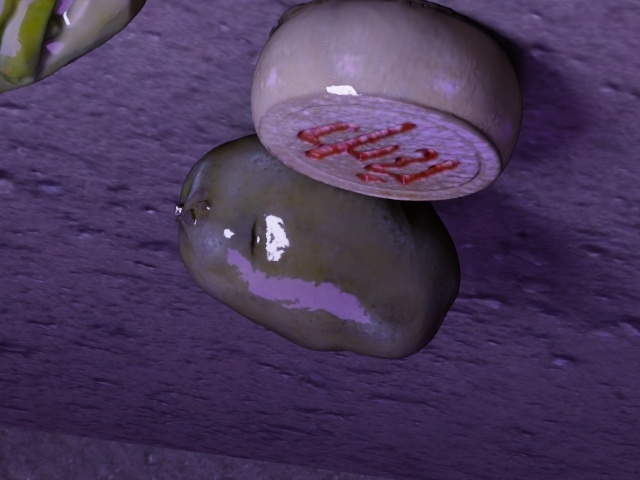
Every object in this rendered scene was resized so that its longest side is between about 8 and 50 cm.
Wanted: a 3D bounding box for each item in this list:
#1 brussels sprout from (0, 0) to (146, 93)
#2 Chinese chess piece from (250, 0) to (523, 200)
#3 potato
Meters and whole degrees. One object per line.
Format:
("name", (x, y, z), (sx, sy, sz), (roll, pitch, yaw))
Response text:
("brussels sprout", (-0.289, -0.256, 1.414), (0.344, 0.268, 0.344), (6, 151, 3))
("Chinese chess piece", (0.066, -0.136, 1.746), (0.270, 0.112, 0.270), (10, 160, 4))
("potato", (0.000, 0.000, 1.944), (0.326, 0.243, 0.221), (26, 124, -5))
